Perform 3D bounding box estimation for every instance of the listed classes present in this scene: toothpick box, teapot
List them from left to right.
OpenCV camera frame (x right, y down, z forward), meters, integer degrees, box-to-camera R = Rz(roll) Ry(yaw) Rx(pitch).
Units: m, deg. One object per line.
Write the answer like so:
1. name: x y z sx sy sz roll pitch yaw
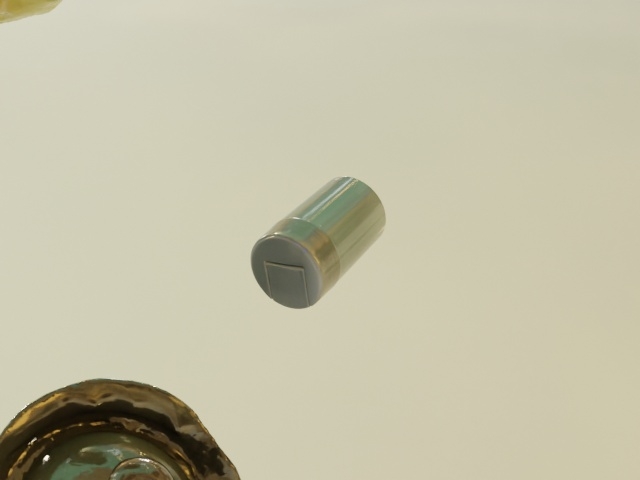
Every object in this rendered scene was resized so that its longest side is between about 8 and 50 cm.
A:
1. teapot: -0.198 0.196 0.687 0.305 0.285 0.223 28 -134 -16
2. toothpick box: 0.000 0.000 0.638 0.052 0.052 0.083 22 -142 22

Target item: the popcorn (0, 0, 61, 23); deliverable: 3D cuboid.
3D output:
1. popcorn: -0.258 -0.255 0.718 0.265 0.233 0.192 8 -143 -6
